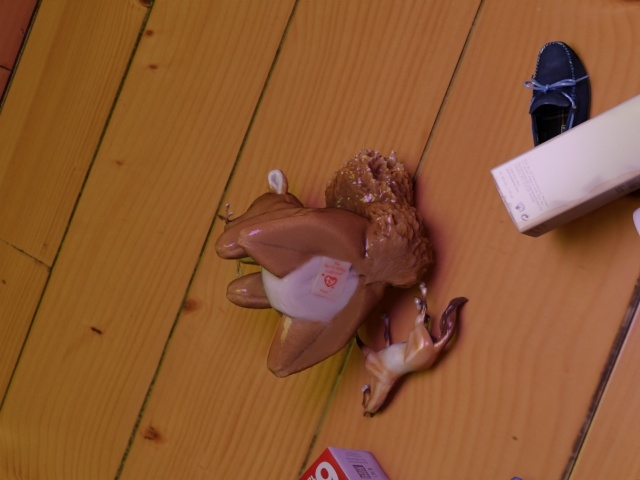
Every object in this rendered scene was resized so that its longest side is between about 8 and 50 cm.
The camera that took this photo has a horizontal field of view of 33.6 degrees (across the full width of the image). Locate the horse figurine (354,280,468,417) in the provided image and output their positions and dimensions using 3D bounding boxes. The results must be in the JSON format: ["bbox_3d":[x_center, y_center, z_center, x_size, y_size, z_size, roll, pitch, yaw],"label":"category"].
[{"bbox_3d":[0.148,0.185,1.876,0.263,0.066,0.174,-32,51,33],"label":"horse figurine"}]

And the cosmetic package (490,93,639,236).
[{"bbox_3d":[0.429,-0.121,1.602,0.309,0.160,0.113,-27,79,18],"label":"cosmetic package"}]

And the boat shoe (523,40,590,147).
[{"bbox_3d":[0.397,-0.219,1.759,0.109,0.089,0.258,-19,66,36],"label":"boat shoe"}]

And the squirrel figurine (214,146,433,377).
[{"bbox_3d":[0.000,0.000,1.947,0.397,0.281,0.370,-23,23,-7],"label":"squirrel figurine"}]

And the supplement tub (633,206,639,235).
[{"bbox_3d":[0.597,-0.053,1.471,0.272,0.191,0.191,-39,55,26],"label":"supplement tub"}]

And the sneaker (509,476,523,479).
[{"bbox_3d":[0.334,0.437,1.652,0.059,0.053,0.144,-28,69,33],"label":"sneaker"}]

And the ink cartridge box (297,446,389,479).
[{"bbox_3d":[0.025,0.563,1.830,0.309,0.130,0.272,-51,52,17],"label":"ink cartridge box"}]
